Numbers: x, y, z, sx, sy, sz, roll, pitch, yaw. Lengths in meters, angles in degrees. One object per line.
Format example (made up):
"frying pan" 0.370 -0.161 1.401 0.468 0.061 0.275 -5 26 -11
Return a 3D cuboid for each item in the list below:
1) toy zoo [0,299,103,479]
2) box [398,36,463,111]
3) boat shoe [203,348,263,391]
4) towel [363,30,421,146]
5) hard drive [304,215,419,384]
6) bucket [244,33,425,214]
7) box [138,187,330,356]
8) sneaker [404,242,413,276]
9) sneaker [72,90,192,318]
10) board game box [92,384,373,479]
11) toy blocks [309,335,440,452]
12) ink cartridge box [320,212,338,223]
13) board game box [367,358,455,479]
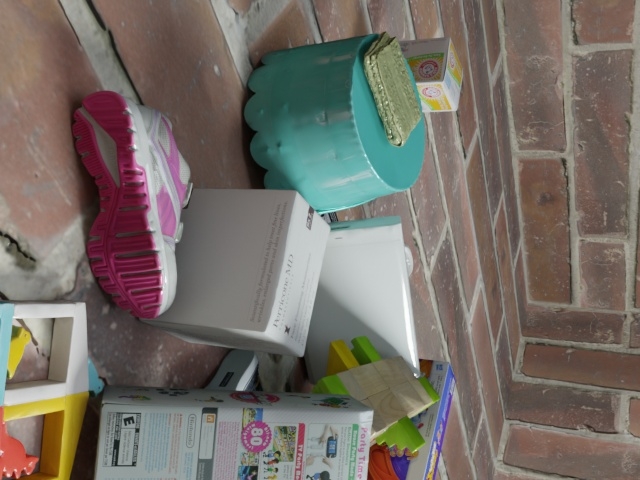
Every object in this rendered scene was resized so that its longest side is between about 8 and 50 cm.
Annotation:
"toy zoo" -0.306 0.150 0.620 0.293 0.030 0.192 12 82 -65
"box" 0.172 -0.328 1.375 0.114 0.203 0.103 42 55 -59
"boat shoe" -0.130 0.238 0.959 0.183 0.065 0.083 -52 137 -52
"towel" 0.105 -0.221 0.994 0.110 0.027 0.148 -54 127 -47
"hard drive" 0.055 0.112 1.181 0.040 0.203 0.308 -77 159 -63
"bucket" 0.034 -0.183 1.072 0.281 0.183 0.281 13 75 -56
"box" -0.103 0.038 0.859 0.119 0.182 0.181 44 53 -58
"sneaker" 0.142 0.053 1.469 0.217 0.079 0.121 90 -10 -45
"sneaker" -0.190 -0.039 0.761 0.111 0.103 0.252 -24 115 -60
"board game box" -0.102 0.289 0.775 0.097 0.303 0.224 174 -78 -73
"toy blocks" 0.012 0.307 1.079 0.191 0.261 0.381 55 18 18
"ink cartridge box" 0.000 0.000 1.231 0.097 0.046 0.207 -63 145 -41
"board game box" 0.099 0.382 1.264 0.078 0.233 0.347 63 38 -47
